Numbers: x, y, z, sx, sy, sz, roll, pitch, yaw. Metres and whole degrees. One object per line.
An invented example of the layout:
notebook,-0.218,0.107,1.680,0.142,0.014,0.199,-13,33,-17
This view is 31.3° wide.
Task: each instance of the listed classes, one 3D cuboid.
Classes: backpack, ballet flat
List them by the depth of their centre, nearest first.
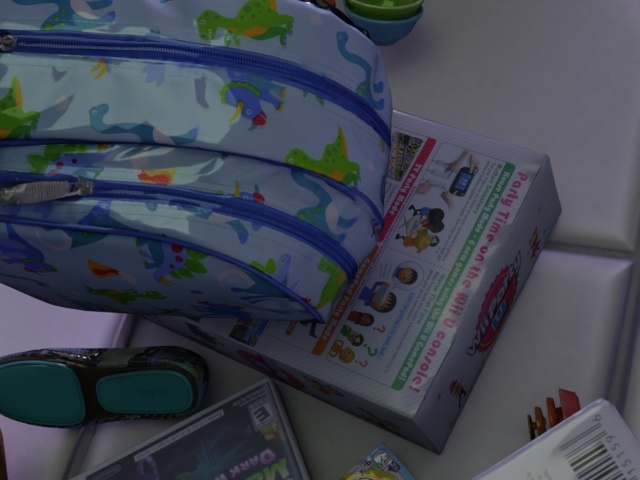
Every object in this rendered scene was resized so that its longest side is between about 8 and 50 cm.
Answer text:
backpack,-0.127,-0.062,0.771,0.355,0.290,0.273,-10,68,5
ballet flat,-0.176,0.112,0.910,0.188,0.070,0.070,2,63,12

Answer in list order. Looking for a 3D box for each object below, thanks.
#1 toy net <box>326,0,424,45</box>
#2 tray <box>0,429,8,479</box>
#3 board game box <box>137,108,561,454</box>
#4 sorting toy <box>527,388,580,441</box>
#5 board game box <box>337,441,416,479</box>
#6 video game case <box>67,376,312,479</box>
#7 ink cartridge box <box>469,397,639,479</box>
toy net,-0.033,-0.194,0.974,0.232,0.045,0.122,-8,36,-16
tray,-0.306,0.326,0.785,0.203,0.076,0.411,-10,59,-11
board game box,0.000,0.000,0.894,0.303,0.097,0.224,21,71,27
sorting toy,0.163,0.151,0.784,0.042,0.061,0.102,-11,37,12
board game box,0.020,0.231,0.802,0.154,0.026,0.103,-40,59,-7
video game case,-0.093,0.208,0.828,0.190,0.022,0.173,-28,48,4
ink cartridge box,0.147,0.273,0.681,0.239,0.060,0.275,-32,76,1
